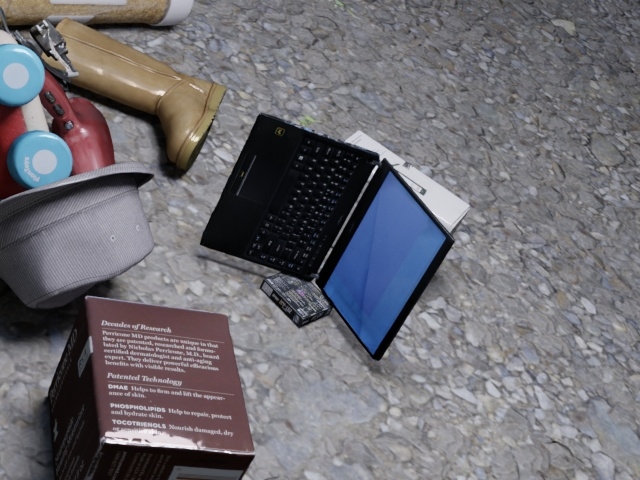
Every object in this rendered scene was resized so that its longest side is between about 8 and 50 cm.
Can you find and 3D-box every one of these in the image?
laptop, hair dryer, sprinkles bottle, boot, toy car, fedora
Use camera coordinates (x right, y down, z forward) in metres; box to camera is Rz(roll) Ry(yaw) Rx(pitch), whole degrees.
[{"bbox_3d":[0.000,0.000,1.660,0.264,0.234,0.136,19,37,-14],"label":"laptop"},{"bbox_3d":[-0.356,-0.169,1.729,0.293,0.080,0.223,61,10,-1],"label":"hair dryer"},{"bbox_3d":[-0.374,-0.398,2.036,0.355,0.121,0.121,-9,49,-40],"label":"sprinkles bottle"},{"bbox_3d":[-0.288,-0.217,1.908,0.270,0.089,0.236,23,25,-7],"label":"boot"},{"bbox_3d":[-0.454,-0.128,1.556,0.238,0.210,0.219,-22,18,-22],"label":"toy car"},{"bbox_3d":[-0.302,0.005,1.542,0.275,0.244,0.124,-23,88,-62],"label":"fedora"}]

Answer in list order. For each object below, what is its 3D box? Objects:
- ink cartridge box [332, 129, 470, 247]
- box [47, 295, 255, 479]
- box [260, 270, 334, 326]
[{"bbox_3d":[0.091,-0.038,1.874,0.203,0.148,0.086,36,34,9],"label":"ink cartridge box"},{"bbox_3d":[-0.188,0.195,1.386,0.167,0.168,0.203,8,40,-24],"label":"box"},{"bbox_3d":[-0.032,0.076,1.763,0.083,0.018,0.067,44,39,21],"label":"box"}]
